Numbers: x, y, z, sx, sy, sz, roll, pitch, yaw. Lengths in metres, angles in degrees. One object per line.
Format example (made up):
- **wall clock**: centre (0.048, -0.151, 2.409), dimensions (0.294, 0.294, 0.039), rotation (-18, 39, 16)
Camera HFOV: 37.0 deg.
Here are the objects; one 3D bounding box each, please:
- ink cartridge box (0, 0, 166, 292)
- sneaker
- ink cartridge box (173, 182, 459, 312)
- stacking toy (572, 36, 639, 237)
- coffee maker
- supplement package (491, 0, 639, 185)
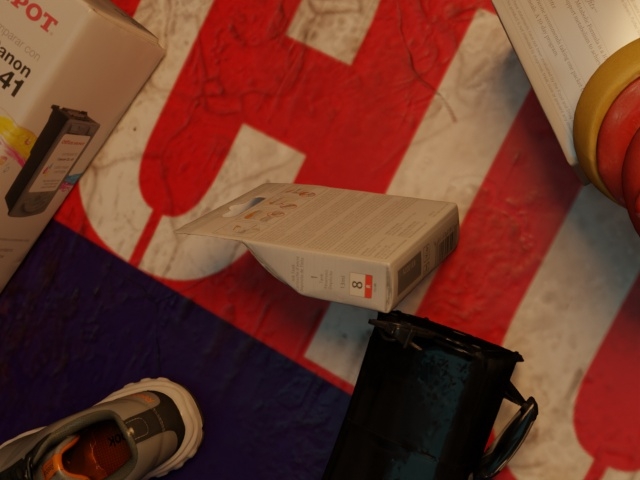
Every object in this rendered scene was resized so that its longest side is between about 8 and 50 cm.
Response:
- **ink cartridge box**: centre (-0.325, -0.123, 0.862), dimensions (0.226, 0.131, 0.306), rotation (38, 100, 17)
- **sneaker**: centre (-0.234, 0.202, 0.826), dimensions (0.271, 0.108, 0.100), rotation (-32, 80, 16)
- **ink cartridge box**: centre (0.000, 0.000, 0.740), dimensions (0.179, 0.145, 0.045), rotation (6, 111, 26)
- **stacking toy**: centre (0.334, -0.015, 0.553), dimensions (0.308, 0.130, 0.280), rotation (-22, 113, 15)
- **coffee maker**: centre (0.057, 0.147, 0.699), dimensions (0.120, 0.171, 0.178), rotation (19, 91, 49)
- **supplement package**: centre (0.263, -0.155, 0.661), dimensions (0.244, 0.139, 0.134), rotation (-26, 79, 17)
